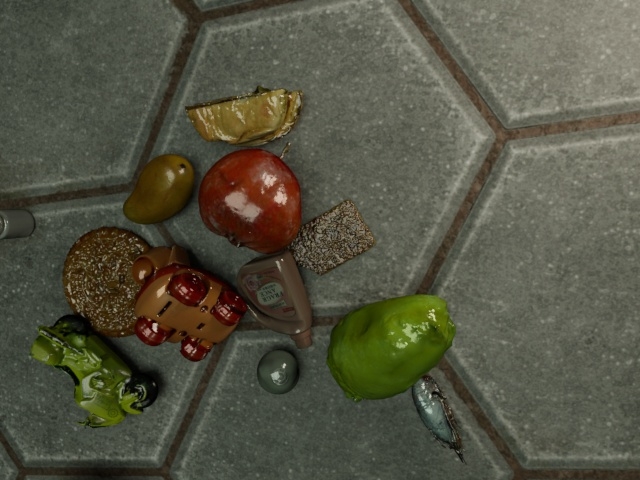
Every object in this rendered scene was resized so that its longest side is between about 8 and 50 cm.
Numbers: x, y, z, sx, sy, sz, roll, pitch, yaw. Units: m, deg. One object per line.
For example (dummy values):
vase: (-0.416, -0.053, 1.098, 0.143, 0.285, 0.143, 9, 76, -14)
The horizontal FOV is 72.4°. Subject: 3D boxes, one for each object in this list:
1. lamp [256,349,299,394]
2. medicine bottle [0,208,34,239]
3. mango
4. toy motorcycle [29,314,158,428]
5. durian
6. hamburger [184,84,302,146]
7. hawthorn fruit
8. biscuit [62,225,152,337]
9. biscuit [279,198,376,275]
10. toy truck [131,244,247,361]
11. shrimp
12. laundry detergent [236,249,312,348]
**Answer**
lamp: (-0.102, 0.317, 1.055, 0.105, 0.105, 0.105, 1, 95, 11)
medicine bottle: (-0.840, -0.043, 1.156, 0.080, 0.130, 0.080, 1, 94, 11)
mango: (-0.399, -0.119, 1.084, 0.227, 0.099, 0.136, -38, 91, 19)
toy motorcycle: (-0.600, 0.355, 1.142, 0.342, 0.142, 0.206, 40, 81, 2)
durian: (0.143, 0.218, 0.932, 0.256, 0.339, 0.204, -25, 68, -11)
hamburger: (-0.165, -0.287, 1.021, 0.262, 0.124, 0.131, -5, 112, 16)
hawthorn fruit: (-0.137, -0.112, 0.979, 0.242, 0.242, 0.271, 20, 77, 9)
biscuit: (-0.554, 0.112, 1.159, 0.305, 0.038, 0.305, 1, 95, 11)
biscuit: (0.002, 0.012, 1.050, 0.237, 0.026, 0.131, -30, 87, 11)
toy truck: (-0.328, 0.132, 1.060, 0.189, 0.239, 0.265, -47, 127, 10)
shrimp: (0.275, 0.418, 1.007, 0.090, 0.079, 0.233, -28, 91, 48)
laundry detergent: (-0.110, 0.152, 1.059, 0.171, 0.076, 0.237, -13, 103, 26)
